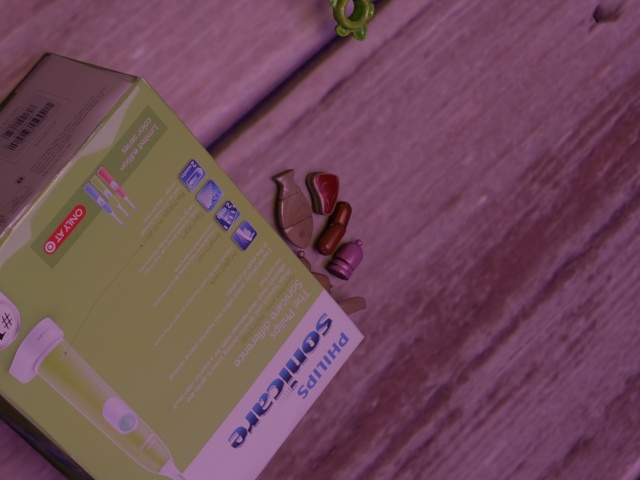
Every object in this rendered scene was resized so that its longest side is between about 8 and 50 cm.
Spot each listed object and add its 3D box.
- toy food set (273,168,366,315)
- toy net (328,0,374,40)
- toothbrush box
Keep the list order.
[{"bbox_3d":[0.000,0.000,1.352,0.078,0.019,0.122,-17,106,-35],"label":"toy food set"},{"bbox_3d":[-0.010,-0.256,1.254,0.122,0.045,0.232,-49,126,-15],"label":"toy net"},{"bbox_3d":[-0.134,0.047,1.188,0.206,0.122,0.283,-52,128,-15],"label":"toothbrush box"}]
